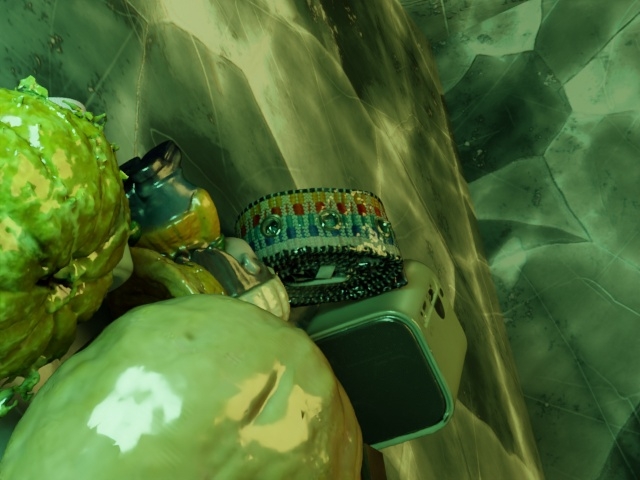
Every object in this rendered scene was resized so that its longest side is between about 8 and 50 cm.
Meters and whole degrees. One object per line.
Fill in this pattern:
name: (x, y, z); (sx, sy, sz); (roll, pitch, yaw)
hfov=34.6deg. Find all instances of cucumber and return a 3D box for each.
cucumber: (-0.262, -0.001, 1.327); (0.033, 0.184, 0.036); (-21, 93, -30)

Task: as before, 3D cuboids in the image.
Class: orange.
orange: (-0.325, -0.007, 0.993); (0.300, 0.223, 0.301); (-55, 163, -36)

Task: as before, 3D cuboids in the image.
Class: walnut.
walnut: (-0.139, 0.227, 1.040); (0.381, 0.381, 0.381); (51, 26, -38)

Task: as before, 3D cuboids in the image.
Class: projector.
projector: (0.117, 0.208, 1.901); (0.249, 0.248, 0.249); (64, 21, -14)

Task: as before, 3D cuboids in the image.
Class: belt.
belt: (0.000, 0.000, 1.772); (0.207, 0.294, 0.161); (93, -12, -58)

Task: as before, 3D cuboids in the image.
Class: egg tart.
egg tart: (-0.178, 0.102, 1.312); (0.106, 0.241, 0.241); (-34, 104, -35)

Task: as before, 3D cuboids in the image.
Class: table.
table: (0.064, 0.414, 1.802); (0.070, 0.082, 0.083); (41, 33, -51)

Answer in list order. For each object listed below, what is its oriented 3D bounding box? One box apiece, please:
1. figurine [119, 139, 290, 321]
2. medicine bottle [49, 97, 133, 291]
figurine: (-0.179, 0.039, 1.445); (0.332, 0.185, 0.205); (49, 35, -33)
medicine bottle: (-0.314, -0.044, 1.231); (0.139, 0.139, 0.226); (13, 58, -66)
